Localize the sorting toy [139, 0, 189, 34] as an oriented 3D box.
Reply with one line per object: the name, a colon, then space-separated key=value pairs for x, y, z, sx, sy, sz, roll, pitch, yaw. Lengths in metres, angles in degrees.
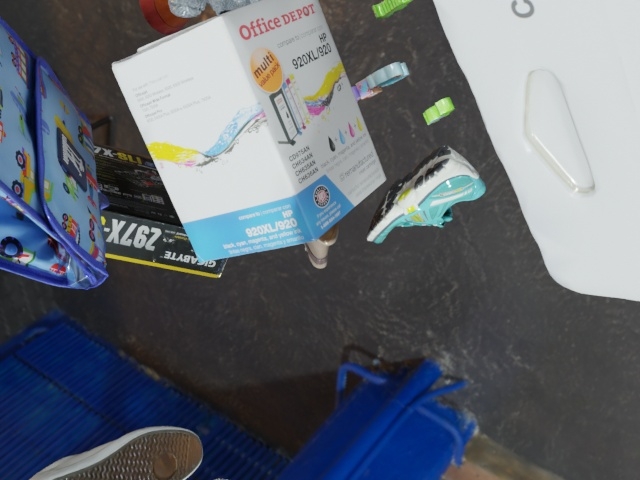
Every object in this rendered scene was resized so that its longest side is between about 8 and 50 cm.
sorting toy: x=-0.307 y=-0.549 z=1.332 sx=0.126 sy=0.127 sz=0.365 roll=3 pitch=136 yaw=35

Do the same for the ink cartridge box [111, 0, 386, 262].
ink cartridge box: x=-0.070 y=-0.125 z=0.791 sx=0.168 sy=0.171 sz=0.232 roll=-10 pitch=110 yaw=38

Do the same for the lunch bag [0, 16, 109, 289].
lunch bag: x=-0.313 y=-0.085 z=0.730 sx=0.293 sy=0.138 sz=0.221 roll=47 pitch=-158 yaw=-60

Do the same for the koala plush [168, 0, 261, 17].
koala plush: x=-0.153 y=-0.451 z=1.236 sx=0.221 sy=0.196 sz=0.203 roll=-179 pitch=87 yaw=-85

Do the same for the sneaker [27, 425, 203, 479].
sneaker: x=-0.335 y=0.360 z=1.175 sx=0.123 sy=0.290 sz=0.105 roll=-10 pitch=88 yaw=53

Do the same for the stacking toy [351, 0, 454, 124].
stacking toy: x=0.060 y=-0.204 z=0.973 sx=0.221 sy=0.052 sz=0.167 roll=-23 pitch=90 yaw=44

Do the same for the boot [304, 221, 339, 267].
boot: x=0.000 y=0.000 z=0.960 sx=0.118 sy=0.042 sz=0.087 roll=-104 pitch=12 yaw=-54

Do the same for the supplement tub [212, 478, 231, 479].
supplement tub: x=-0.057 y=0.224 z=0.502 sx=0.071 sy=0.107 sz=0.071 roll=11 pitch=158 yaw=5

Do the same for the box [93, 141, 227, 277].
box: x=-0.313 y=-0.064 z=1.113 sx=0.079 sy=0.322 sz=0.257 roll=-66 pitch=30 yaw=19

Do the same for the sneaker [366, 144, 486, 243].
sneaker: x=0.175 y=-0.055 z=1.302 sx=0.110 sy=0.107 sz=0.275 roll=35 pitch=143 yaw=-14

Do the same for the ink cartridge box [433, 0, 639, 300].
ink cartridge box: x=0.251 y=-0.183 z=0.430 sx=0.160 sy=0.384 sz=0.279 roll=8 pitch=142 yaw=45
